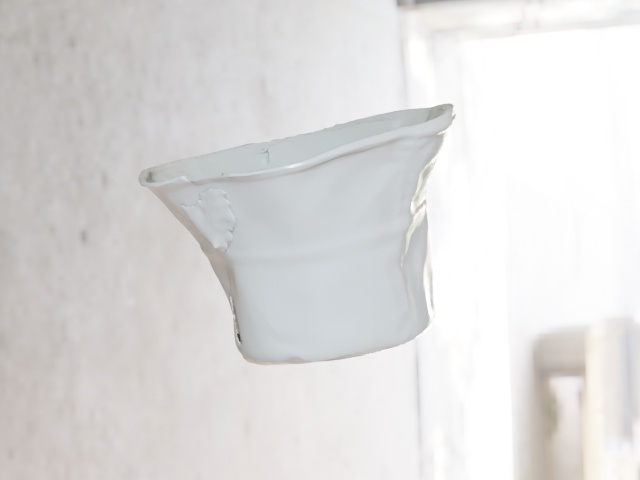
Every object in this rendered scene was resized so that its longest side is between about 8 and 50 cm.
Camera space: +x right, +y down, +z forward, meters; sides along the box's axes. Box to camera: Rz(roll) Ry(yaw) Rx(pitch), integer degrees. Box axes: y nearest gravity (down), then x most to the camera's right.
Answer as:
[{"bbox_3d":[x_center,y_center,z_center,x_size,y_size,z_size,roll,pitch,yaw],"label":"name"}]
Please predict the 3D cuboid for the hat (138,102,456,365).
[{"bbox_3d":[0.000,0.000,1.142,0.203,0.203,0.126,-34,112,-67],"label":"hat"}]
